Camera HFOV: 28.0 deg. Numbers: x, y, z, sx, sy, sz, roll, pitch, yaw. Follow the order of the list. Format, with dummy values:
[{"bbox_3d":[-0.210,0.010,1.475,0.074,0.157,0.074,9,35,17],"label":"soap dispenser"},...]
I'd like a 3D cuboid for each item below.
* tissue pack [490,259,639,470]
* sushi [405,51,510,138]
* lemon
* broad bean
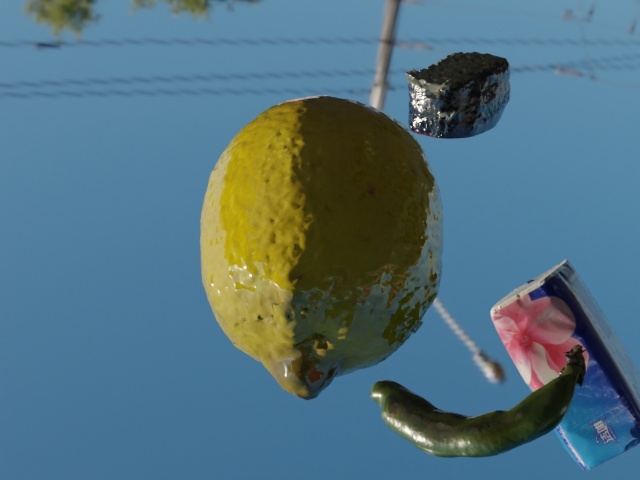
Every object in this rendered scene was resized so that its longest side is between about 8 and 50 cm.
[{"bbox_3d":[0.367,0.179,1.869,0.270,0.137,0.209,58,-159,3],"label":"tissue pack"},{"bbox_3d":[0.253,-0.264,2.320,0.136,0.126,0.225,18,-155,37],"label":"sushi"},{"bbox_3d":[0.000,0.000,1.255,0.245,0.245,0.320,9,-117,-7],"label":"lemon"},{"bbox_3d":[0.194,0.210,1.603,0.292,0.049,0.144,-14,-138,20],"label":"broad bean"}]
